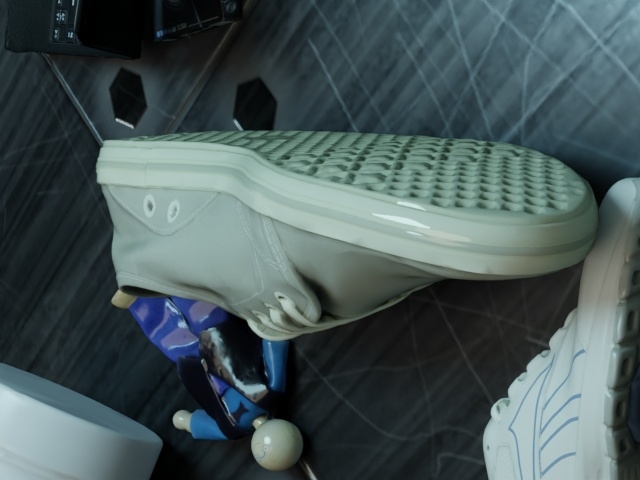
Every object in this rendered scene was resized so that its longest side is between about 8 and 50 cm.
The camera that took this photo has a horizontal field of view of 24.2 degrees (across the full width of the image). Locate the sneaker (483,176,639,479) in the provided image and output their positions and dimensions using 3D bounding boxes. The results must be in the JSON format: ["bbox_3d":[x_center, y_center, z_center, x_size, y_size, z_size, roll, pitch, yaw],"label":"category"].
[{"bbox_3d":[0.147,0.105,0.841,0.129,0.111,0.297,24,112,47],"label":"sneaker"}]

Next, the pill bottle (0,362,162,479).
[{"bbox_3d":[-0.269,0.288,1.139,0.210,0.210,0.363,21,85,41],"label":"pill bottle"}]

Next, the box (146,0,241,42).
[{"bbox_3d":[-0.095,-0.185,1.089,0.083,0.018,0.067,-7,92,46],"label":"box"}]

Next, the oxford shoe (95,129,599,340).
[{"bbox_3d":[0.000,0.000,0.917,0.449,0.169,0.130,7,100,55],"label":"oxford shoe"}]

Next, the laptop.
[{"bbox_3d":[-0.189,-0.253,1.069,0.264,0.136,0.234,11,95,43],"label":"laptop"}]

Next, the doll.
[{"bbox_3d":[-0.077,0.094,1.100,0.189,0.046,0.129,48,118,20],"label":"doll"}]
